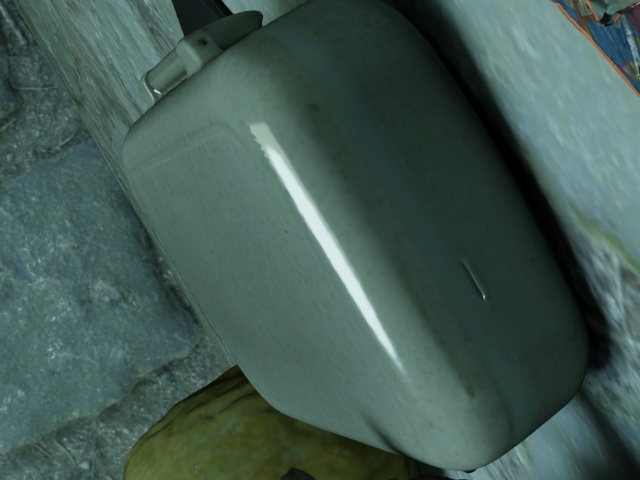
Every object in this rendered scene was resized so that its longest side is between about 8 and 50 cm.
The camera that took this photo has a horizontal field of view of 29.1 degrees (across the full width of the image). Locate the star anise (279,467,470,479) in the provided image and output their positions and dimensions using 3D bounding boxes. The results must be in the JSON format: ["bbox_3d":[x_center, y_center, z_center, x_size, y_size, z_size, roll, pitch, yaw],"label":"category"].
[{"bbox_3d":[0.134,0.190,0.647,0.292,0.109,0.349,3,155,29],"label":"star anise"}]

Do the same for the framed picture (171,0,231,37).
[{"bbox_3d":[-0.032,-0.070,1.016,0.338,0.014,0.255,52,166,36],"label":"framed picture"}]

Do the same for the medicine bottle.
[{"bbox_3d":[0.000,0.000,0.740,0.282,0.123,0.375,58,165,-8],"label":"medicine bottle"}]

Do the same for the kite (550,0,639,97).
[{"bbox_3d":[0.111,-0.077,0.400,0.190,0.010,0.159,63,168,-18],"label":"kite"}]

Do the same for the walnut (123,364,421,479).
[{"bbox_3d":[-0.041,0.237,1.162,0.283,0.283,0.227,56,-178,17],"label":"walnut"}]
